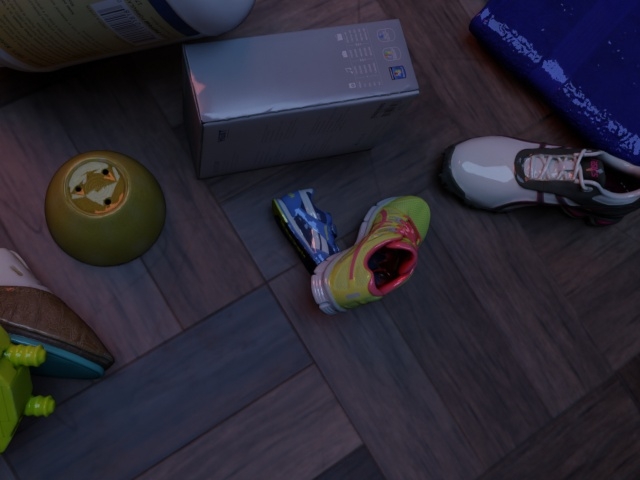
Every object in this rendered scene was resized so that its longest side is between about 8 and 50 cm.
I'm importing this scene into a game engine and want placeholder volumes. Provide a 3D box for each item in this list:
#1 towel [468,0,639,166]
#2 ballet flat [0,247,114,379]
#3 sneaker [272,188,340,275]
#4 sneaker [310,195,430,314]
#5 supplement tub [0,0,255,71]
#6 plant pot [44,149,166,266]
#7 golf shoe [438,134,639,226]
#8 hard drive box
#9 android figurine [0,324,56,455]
[{"bbox_3d":[0.376,-0.263,0.900,0.308,0.076,0.227,43,76,1],"label":"towel"},{"bbox_3d":[-0.380,0.064,0.659,0.343,0.116,0.124,6,58,-7],"label":"ballet flat"},{"bbox_3d":[0.000,0.000,0.770,0.059,0.053,0.144,-31,87,-18],"label":"sneaker"},{"bbox_3d":[0.083,0.013,0.739,0.208,0.094,0.081,-46,113,-38],"label":"sneaker"},{"bbox_3d":[-0.243,-0.294,0.638,0.316,0.228,0.228,-5,78,19],"label":"supplement tub"},{"bbox_3d":[-0.240,-0.045,0.706,0.134,0.095,0.134,2,78,-11],"label":"plant pot"},{"bbox_3d":[0.291,-0.090,0.818,0.273,0.120,0.105,7,78,-9],"label":"golf shoe"},{"bbox_3d":[-0.033,-0.154,0.729,0.232,0.181,0.089,-12,81,-15],"label":"hard drive box"},{"bbox_3d":[-0.384,0.127,0.583,0.273,0.056,0.248,0,120,-4],"label":"android figurine"}]
